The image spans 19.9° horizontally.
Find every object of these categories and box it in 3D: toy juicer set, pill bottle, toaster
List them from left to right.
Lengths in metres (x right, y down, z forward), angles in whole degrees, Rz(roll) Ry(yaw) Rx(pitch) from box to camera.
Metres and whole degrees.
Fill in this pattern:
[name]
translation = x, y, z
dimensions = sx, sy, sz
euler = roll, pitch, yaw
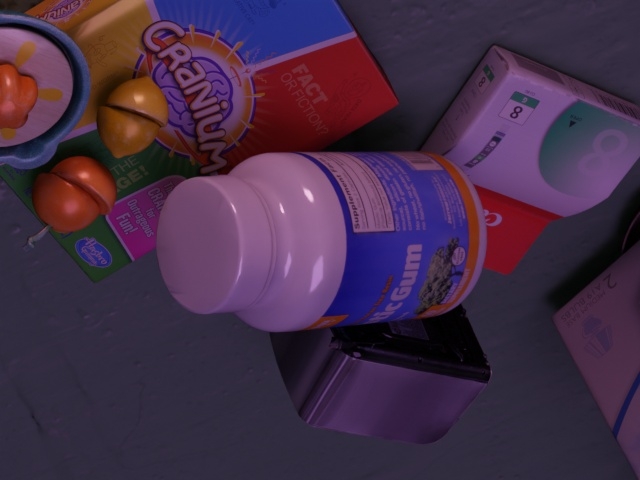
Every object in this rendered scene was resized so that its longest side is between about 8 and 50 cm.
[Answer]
[toy juicer set]
translation = -0.210, -0.120, 1.414
dimensions = 0.209, 0.089, 0.329
euler = 2, 127, -20
[pill bottle]
translation = 0.000, 0.000, 1.549
dimensions = 0.272, 0.152, 0.152
euler = -4, 132, -43
[toaster]
translation = 0.046, 0.092, 1.710
dimensions = 0.186, 0.168, 0.110
euler = 12, 124, -28

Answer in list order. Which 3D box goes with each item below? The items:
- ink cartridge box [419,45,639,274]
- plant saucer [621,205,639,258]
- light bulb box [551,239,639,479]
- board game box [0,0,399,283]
[ink cartridge box]
translation = 0.179, -0.058, 1.712
dimensions = 0.181, 0.056, 0.224
euler = 18, 118, -30
[plant saucer]
translation = 0.377, -0.011, 1.832
dimensions = 0.168, 0.029, 0.168
euler = -9, 130, -11
[light bulb box]
translation = 0.466, 0.125, 1.715
dimensions = 0.358, 0.361, 0.225
euler = -44, 129, 17
[board game box]
translation = -0.126, -0.131, 1.538
dimensions = 0.316, 0.064, 0.242
euler = -31, 131, 7
